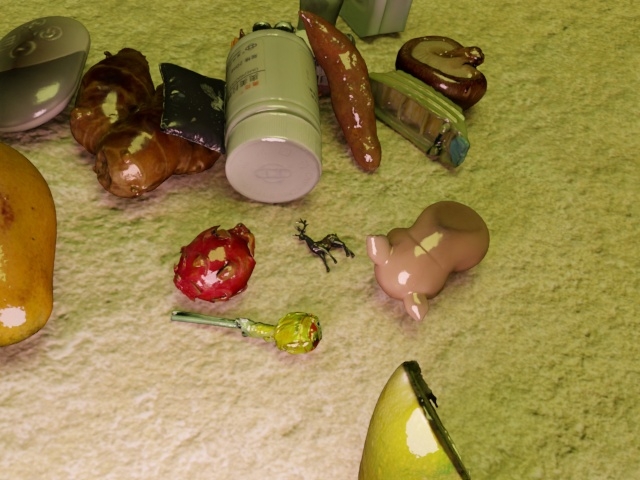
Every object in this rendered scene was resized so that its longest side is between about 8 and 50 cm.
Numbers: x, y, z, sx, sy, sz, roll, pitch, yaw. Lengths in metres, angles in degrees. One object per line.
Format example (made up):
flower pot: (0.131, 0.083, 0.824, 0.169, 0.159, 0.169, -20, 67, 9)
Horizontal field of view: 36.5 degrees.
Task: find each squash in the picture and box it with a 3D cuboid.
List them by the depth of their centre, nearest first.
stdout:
squash: (0.168, 0.291, 1.407, 0.210, 0.309, 0.234, -8, 51, -19)

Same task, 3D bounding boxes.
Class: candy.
candy: (-0.127, 0.147, 1.650, 0.262, 0.077, 0.073, 7, 68, 6)

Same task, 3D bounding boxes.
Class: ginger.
ginger: (-0.345, -0.238, 1.883, 0.274, 0.152, 0.357, -19, 57, -27)

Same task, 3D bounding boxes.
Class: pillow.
pillow: (-0.237, -0.253, 1.829, 0.141, 0.055, 0.208, 15, 43, -25)

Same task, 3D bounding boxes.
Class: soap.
soap: (0.136, -0.654, 2.231, 0.115, 0.347, 0.208, -18, 55, -27)

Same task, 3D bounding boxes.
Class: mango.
mango: (-0.554, 0.005, 1.578, 0.263, 0.221, 0.378, -11, 60, -25)

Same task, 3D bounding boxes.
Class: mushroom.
mushroom: (0.264, -0.362, 2.152, 0.194, 0.138, 0.231, -6, 37, 0)

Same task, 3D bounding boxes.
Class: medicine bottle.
medicine bottle: (-0.094, -0.245, 1.917, 0.190, 0.190, 0.332, 4, 47, -9)

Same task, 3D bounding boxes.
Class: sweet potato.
sweet potato: (0.060, -0.316, 1.992, 0.106, 0.095, 0.355, -28, 97, -43)

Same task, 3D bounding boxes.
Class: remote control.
remote control: (-0.574, -0.336, 1.939, 0.221, 0.103, 0.332, -10, 48, 13)

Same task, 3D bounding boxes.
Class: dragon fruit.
dragon fruit: (-0.175, 0.042, 1.687, 0.133, 0.136, 0.166, 49, 59, -12)

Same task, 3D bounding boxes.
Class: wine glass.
wine glass: (0.003, -0.542, 2.179, 0.103, 0.231, 0.103, 6, 45, -6)

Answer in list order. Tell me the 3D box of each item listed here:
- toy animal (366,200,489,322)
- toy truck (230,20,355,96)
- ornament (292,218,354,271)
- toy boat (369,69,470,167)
toy animal: (0.203, 0.023, 1.765, 0.250, 0.154, 0.166, -35, 71, -32)
toy truck: (-0.062, -0.390, 2.102, 0.270, 0.135, 0.114, 3, 50, -4)
ornament: (0.000, 0.000, 1.827, 0.073, 0.028, 0.125, -31, 63, -32)
toy boat: (0.215, -0.264, 2.054, 0.276, 0.111, 0.084, 38, 51, 22)
